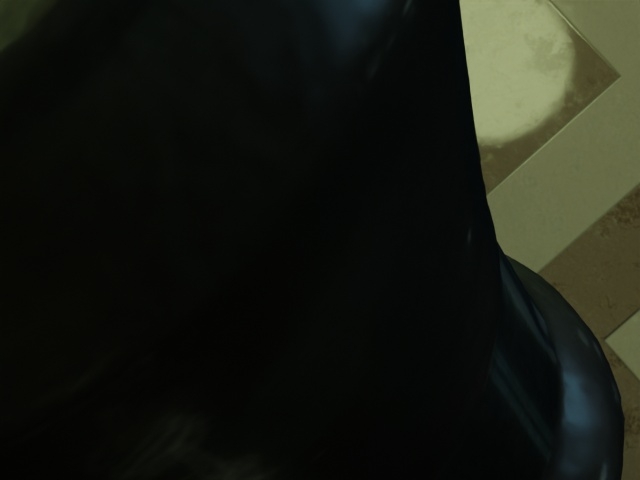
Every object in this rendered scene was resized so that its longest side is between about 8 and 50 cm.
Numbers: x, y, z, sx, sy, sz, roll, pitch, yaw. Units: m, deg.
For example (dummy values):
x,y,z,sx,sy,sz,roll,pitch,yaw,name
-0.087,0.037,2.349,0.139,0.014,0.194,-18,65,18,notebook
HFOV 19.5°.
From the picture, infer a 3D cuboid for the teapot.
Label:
x,y,z,sx,sy,sz,roll,pitch,yaw,name
-0.057,0.035,0.605,0.361,0.306,0.376,52,30,-43,teapot
